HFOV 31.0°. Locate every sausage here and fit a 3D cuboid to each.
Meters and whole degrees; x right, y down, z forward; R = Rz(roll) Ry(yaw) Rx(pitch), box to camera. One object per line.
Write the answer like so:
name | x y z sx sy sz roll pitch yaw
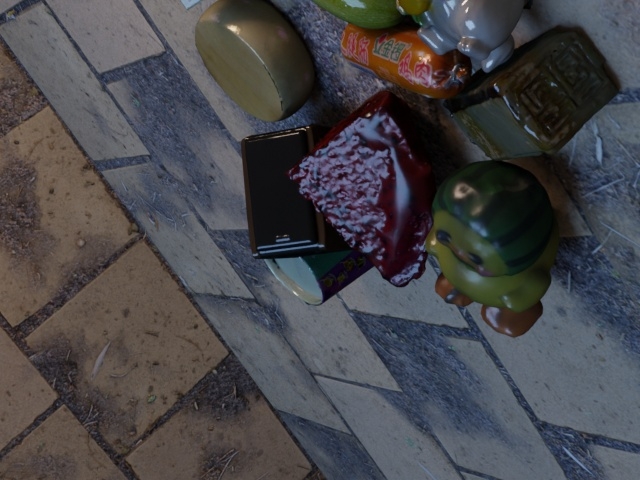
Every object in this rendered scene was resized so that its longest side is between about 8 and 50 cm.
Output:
sausage | 0.132 -0.268 1.697 0.093 0.093 0.312 61 169 -28

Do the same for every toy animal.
toy animal | 0.147 -0.379 1.511 0.325 0.154 0.208 55 170 13
toy animal | 0.279 -0.005 1.817 0.216 0.191 0.338 35 161 27

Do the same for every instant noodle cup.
instant noodle cup | 0.000 0.000 2.346 0.251 0.190 0.251 40 157 21

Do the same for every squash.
squash | 0.033 -0.398 1.707 0.247 0.132 0.132 42 157 16

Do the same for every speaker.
speaker | -0.035 -0.088 2.127 0.153 0.192 0.230 -8 87 26

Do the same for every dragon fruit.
dragon fruit | 0.080 -0.076 1.974 0.302 0.240 0.330 -85 -23 -77

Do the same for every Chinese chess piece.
Chinese chess piece | -0.120 -0.337 2.138 0.251 0.097 0.250 40 157 20

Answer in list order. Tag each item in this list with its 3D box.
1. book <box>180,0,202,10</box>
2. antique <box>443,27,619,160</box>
book | -0.186 -0.505 1.926 0.232 0.022 0.162 -25 108 32
antique | 0.274 -0.190 1.625 0.125 0.150 0.284 51 166 -8
